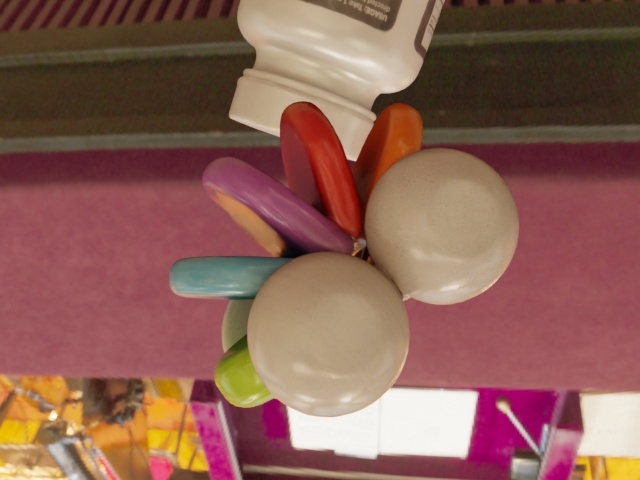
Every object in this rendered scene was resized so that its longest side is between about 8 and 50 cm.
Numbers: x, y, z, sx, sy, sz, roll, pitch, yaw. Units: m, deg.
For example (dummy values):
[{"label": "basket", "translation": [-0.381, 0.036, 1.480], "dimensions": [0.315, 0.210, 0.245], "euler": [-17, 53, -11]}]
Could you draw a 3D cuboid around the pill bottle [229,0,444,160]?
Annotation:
[{"label": "pill bottle", "translation": [0.028, -0.242, 0.708], "dimensions": [0.176, 0.176, 0.318], "euler": [19, 94, -10]}]

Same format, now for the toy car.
[{"label": "toy car", "translation": [0.000, 0.000, 0.410], "dimensions": [0.136, 0.182, 0.159], "euler": [49, 167, -5]}]
